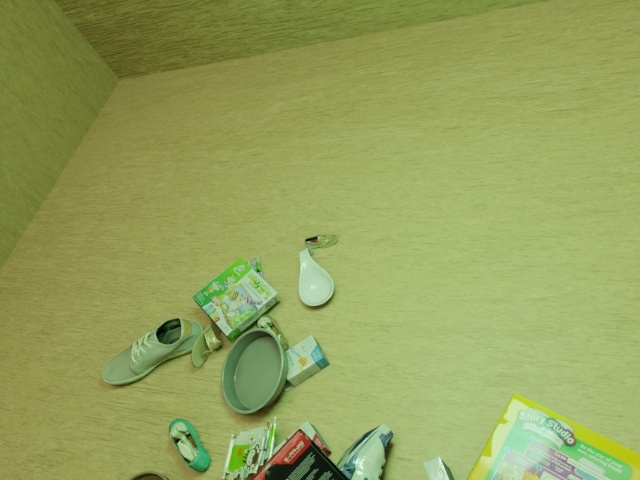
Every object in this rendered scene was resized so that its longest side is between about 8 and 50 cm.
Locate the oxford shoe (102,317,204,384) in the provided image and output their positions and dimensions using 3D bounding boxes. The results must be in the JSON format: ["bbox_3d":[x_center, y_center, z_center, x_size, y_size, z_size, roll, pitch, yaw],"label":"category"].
[{"bbox_3d":[-0.671,0.422,2.187,0.449,0.130,0.169,-26,49,9],"label":"oxford shoe"}]

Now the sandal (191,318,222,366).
[{"bbox_3d":[-0.401,0.368,2.115,0.079,0.088,0.240,-1,50,34],"label":"sandal"}]

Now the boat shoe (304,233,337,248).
[{"bbox_3d":[0.000,0.000,2.216,0.135,0.045,0.050,-14,50,17],"label":"boat shoe"}]

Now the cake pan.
[{"bbox_3d":[-0.224,0.451,1.934,0.293,0.054,0.293,-20,56,32],"label":"cake pan"}]

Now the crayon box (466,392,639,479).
[{"bbox_3d":[0.589,0.611,1.405,0.363,0.106,0.313,23,67,37],"label":"crayon box"}]

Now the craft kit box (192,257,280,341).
[{"bbox_3d":[-0.322,0.221,2.142,0.246,0.061,0.250,-39,54,-18],"label":"craft kit box"}]

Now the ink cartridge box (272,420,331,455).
[{"bbox_3d":[-0.060,0.655,1.734,0.150,0.063,0.109,-40,47,-5],"label":"ink cartridge box"}]

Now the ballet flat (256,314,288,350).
[{"bbox_3d":[-0.184,0.327,2.046,0.073,0.067,0.206,-43,48,-7],"label":"ballet flat"}]

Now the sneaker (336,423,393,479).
[{"bbox_3d":[0.125,0.691,1.578,0.182,0.127,0.315,45,52,5],"label":"sneaker"}]

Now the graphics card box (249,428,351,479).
[{"bbox_3d":[-0.004,0.693,1.413,0.371,0.094,0.233,44,80,6],"label":"graphics card box"}]

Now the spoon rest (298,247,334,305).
[{"bbox_3d":[-0.032,0.130,2.109,0.137,0.084,0.276,-26,47,7],"label":"spoon rest"}]

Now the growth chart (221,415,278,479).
[{"bbox_3d":[-0.227,0.675,1.795,0.237,0.021,0.172,-29,41,31],"label":"growth chart"}]

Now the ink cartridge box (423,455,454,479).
[{"bbox_3d":[0.327,0.644,1.502,0.052,0.122,0.088,-27,47,6],"label":"ink cartridge box"}]

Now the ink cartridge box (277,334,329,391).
[{"bbox_3d":[-0.074,0.422,1.921,0.181,0.061,0.104,-34,47,1],"label":"ink cartridge box"}]

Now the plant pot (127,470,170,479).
[{"bbox_3d":[-0.546,0.872,1.789,0.237,0.110,0.237,-15,50,18],"label":"plant pot"}]

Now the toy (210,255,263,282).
[{"bbox_3d":[-0.353,0.150,2.278,0.237,0.056,0.137,-25,47,8],"label":"toy"}]

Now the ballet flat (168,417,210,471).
[{"bbox_3d":[-0.461,0.680,1.906,0.083,0.087,0.247,-46,48,-10],"label":"ballet flat"}]
